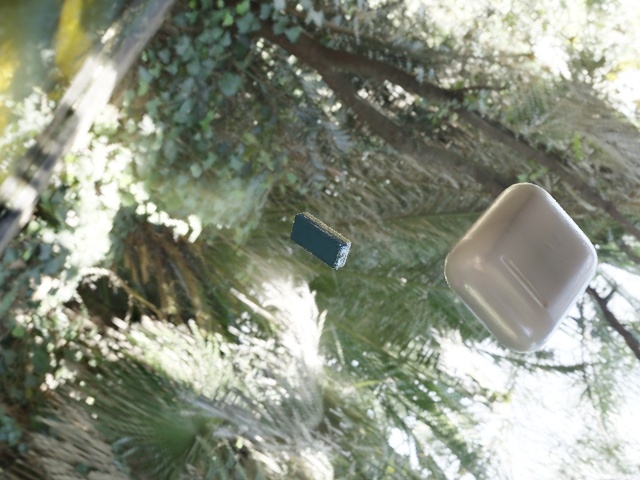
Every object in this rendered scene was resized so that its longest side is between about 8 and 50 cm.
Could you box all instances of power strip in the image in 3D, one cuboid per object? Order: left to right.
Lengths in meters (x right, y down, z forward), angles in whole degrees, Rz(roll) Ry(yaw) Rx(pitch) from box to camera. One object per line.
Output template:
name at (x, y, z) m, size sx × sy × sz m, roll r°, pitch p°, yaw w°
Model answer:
power strip at (0.000, 0.000, 1.297) m, size 0.032 × 0.123 × 0.056 m, roll -20°, pitch 134°, yaw -44°

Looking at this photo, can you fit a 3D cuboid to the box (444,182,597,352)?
box at (0.447, 0.054, 1.578) m, size 0.349 × 0.288 × 0.141 m, roll -44°, pitch -175°, yaw -30°
